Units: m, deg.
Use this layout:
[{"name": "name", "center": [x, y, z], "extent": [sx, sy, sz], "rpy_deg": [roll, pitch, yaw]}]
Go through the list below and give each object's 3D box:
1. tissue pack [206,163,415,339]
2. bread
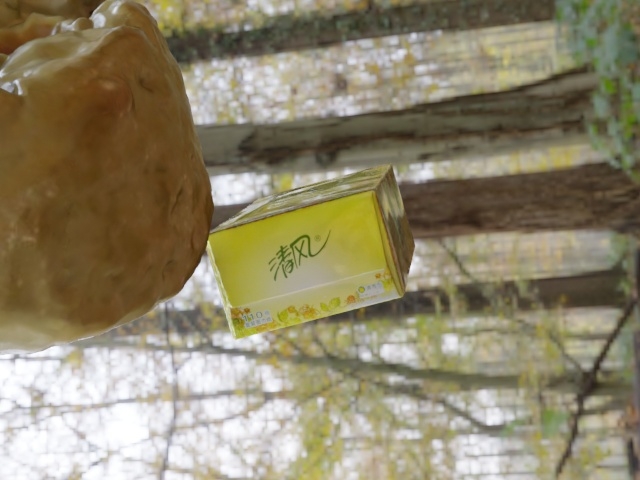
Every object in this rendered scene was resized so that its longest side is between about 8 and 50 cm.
[{"name": "tissue pack", "center": [0.000, 0.000, 0.681], "extent": [0.176, 0.095, 0.062], "rpy_deg": [-46, -59, -80]}, {"name": "bread", "center": [-0.165, -0.053, 0.510], "extent": [0.244, 0.244, 0.134], "rpy_deg": [-68, -8, -61]}]
